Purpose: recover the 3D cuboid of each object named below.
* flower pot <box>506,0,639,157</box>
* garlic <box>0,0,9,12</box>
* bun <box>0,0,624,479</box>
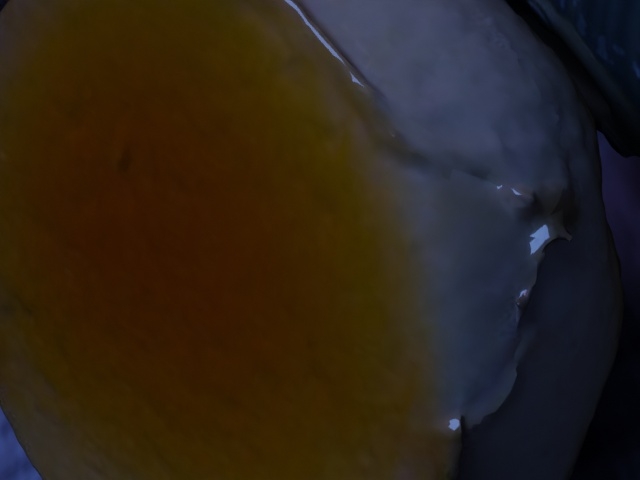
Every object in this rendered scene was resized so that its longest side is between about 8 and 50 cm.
[{"bbox_3d":[0.139,-0.124,0.638,0.157,0.189,0.243,-38,42,-1],"label":"flower pot"},{"bbox_3d":[-0.166,-0.236,1.052,0.245,0.160,0.245,-17,56,26],"label":"garlic"},{"bbox_3d":[0.000,0.000,0.663,0.299,0.164,0.299,17,115,39],"label":"bun"}]
